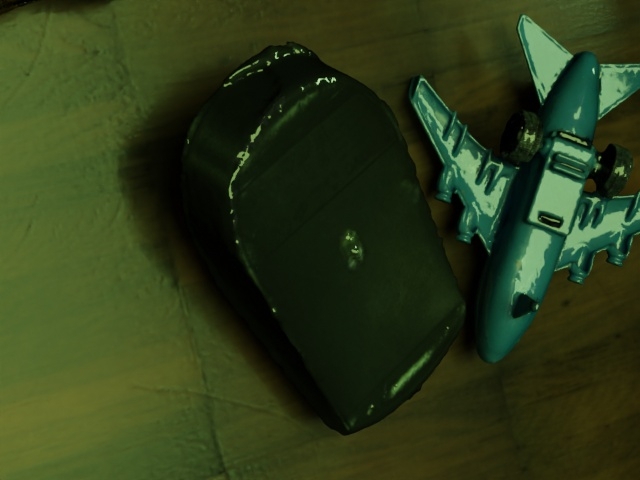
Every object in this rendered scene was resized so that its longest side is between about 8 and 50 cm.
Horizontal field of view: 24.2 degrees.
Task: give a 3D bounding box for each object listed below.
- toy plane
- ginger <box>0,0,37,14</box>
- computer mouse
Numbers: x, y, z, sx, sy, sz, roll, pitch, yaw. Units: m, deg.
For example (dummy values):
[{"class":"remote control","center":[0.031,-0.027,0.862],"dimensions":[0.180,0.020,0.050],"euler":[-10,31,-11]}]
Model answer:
[{"class":"toy plane","center":[0.176,-0.034,1.180],"dimensions":[0.254,0.105,0.271],"euler":[19,76,-11]},{"class":"ginger","center":[-0.249,-0.162,0.969],"dimensions":[0.309,0.107,0.133],"euler":[-41,92,-25]},{"class":"computer mouse","center":[-0.004,-0.001,1.101],"dimensions":[0.168,0.087,0.295],"euler":[-41,119,-28]}]
